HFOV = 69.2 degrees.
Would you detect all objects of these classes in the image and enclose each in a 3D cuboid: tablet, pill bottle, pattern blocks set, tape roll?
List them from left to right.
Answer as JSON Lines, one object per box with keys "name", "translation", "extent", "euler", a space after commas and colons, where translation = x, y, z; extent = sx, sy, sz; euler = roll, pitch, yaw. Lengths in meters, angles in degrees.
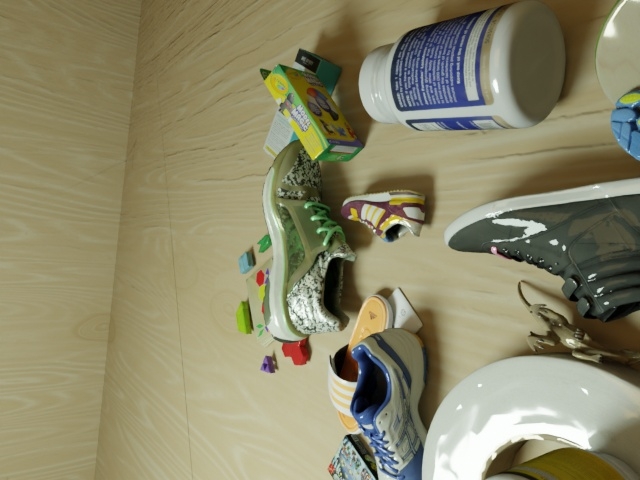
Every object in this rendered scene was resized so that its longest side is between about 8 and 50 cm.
{"name": "pattern blocks set", "translation": [-0.126, 0.152, 1.118], "extent": [0.285, 0.026, 0.324], "euler": [-29, 64, 46]}
{"name": "tablet", "translation": [0.139, 0.130, 0.801], "extent": [0.054, 0.006, 0.083], "euler": [-56, 46, 30]}
{"name": "pill bottle", "translation": [0.188, -0.236, 0.669], "extent": [0.265, 0.153, 0.153], "euler": [15, 97, 51]}
{"name": "pill bottle", "translation": [0.224, 0.249, 0.419], "extent": [0.103, 0.184, 0.103], "euler": [-9, 78, 51]}
{"name": "tape roll", "translation": [0.290, 0.325, 0.533], "extent": [0.392, 0.072, 0.392], "euler": [-11, 76, 51]}

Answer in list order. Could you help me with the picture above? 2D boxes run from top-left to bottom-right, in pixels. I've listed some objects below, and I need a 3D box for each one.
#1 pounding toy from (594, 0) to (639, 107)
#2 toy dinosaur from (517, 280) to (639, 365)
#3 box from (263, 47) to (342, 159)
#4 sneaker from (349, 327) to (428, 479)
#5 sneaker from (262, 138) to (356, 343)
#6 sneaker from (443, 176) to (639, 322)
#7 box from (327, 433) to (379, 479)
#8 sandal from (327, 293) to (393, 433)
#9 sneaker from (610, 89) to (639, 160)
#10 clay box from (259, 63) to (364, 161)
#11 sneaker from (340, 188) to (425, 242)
{"name": "pounding toy", "translation": [0.386, -0.231, 0.443], "extent": [0.183, 0.110, 0.237], "euler": [23, 145, 21]}
{"name": "toy dinosaur", "translation": [0.283, 0.106, 0.554], "extent": [0.183, 0.093, 0.053], "euler": [37, 109, 52]}
{"name": "box", "translation": [-0.046, -0.293, 1.048], "extent": [0.100, 0.060, 0.244], "euler": [47, 121, 43]}
{"name": "sneaker", "translation": [0.098, 0.291, 0.732], "extent": [0.112, 0.131, 0.296], "euler": [-14, 78, 48]}
{"name": "sneaker", "translation": [0.000, 0.000, 0.915], "extent": [0.182, 0.158, 0.410], "euler": [-4, 87, 36]}
{"name": "sneaker", "translation": [0.278, 0.024, 0.558], "extent": [0.296, 0.105, 0.146], "euler": [-11, 72, 46]}
{"name": "box", "translation": [0.072, 0.431, 0.829], "extent": [0.137, 0.027, 0.094], "euler": [44, 120, 45]}
{"name": "sandal", "translation": [0.054, 0.221, 0.836], "extent": [0.102, 0.076, 0.265], "euler": [25, 107, 52]}
{"name": "sneaker", "translation": [0.380, -0.091, 0.454], "extent": [0.188, 0.078, 0.067], "euler": [35, 118, 30]}
{"name": "clay box", "translation": [-0.018, -0.256, 0.901], "extent": [0.053, 0.127, 0.222], "euler": [-38, 75, 33]}
{"name": "sneaker", "translation": [0.101, -0.037, 0.821], "extent": [0.185, 0.070, 0.083], "euler": [-7, 75, 52]}
